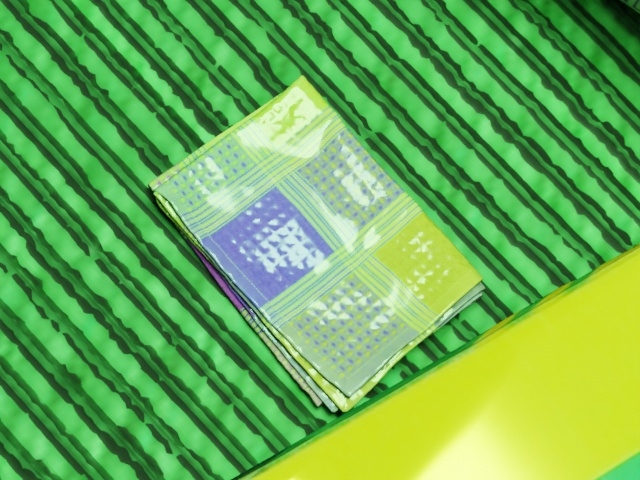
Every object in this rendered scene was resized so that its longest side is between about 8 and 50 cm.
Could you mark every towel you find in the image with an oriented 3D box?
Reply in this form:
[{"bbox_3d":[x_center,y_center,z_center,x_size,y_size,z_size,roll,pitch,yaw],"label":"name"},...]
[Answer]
[{"bbox_3d":[0.000,0.000,0.469,0.060,0.009,0.083,-36,79,-19],"label":"towel"}]

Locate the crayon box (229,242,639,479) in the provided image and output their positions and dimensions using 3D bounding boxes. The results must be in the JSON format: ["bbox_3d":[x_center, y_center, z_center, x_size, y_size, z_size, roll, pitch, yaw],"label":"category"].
[{"bbox_3d":[0.109,0.189,0.366,0.313,0.106,0.363,-28,77,-19],"label":"crayon box"}]

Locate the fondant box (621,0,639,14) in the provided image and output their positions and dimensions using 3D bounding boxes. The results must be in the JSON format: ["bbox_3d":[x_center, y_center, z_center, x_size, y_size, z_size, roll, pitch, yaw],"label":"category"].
[{"bbox_3d":[0.060,-0.244,0.493,0.330,0.096,0.238,36,86,6],"label":"fondant box"}]
